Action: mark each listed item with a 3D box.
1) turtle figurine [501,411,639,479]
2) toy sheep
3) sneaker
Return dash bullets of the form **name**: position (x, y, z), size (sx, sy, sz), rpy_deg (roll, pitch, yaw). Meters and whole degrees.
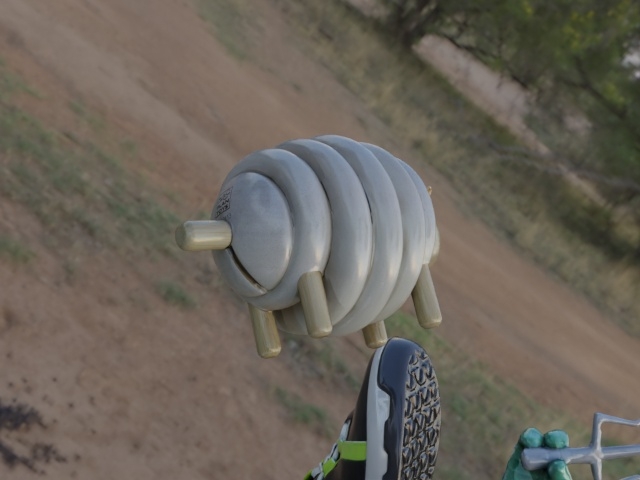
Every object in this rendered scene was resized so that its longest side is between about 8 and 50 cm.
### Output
- **turtle figurine**: position (0.097, 0.186, 0.475), size (0.118, 0.234, 0.175), rpy_deg (74, -6, -45)
- **toy sheep**: position (0.000, 0.000, 0.450), size (0.132, 0.091, 0.091), rpy_deg (1, 37, -45)
- **sneaker**: position (0.008, 0.165, 0.667), size (0.097, 0.234, 0.084), rpy_deg (13, 19, 20)
